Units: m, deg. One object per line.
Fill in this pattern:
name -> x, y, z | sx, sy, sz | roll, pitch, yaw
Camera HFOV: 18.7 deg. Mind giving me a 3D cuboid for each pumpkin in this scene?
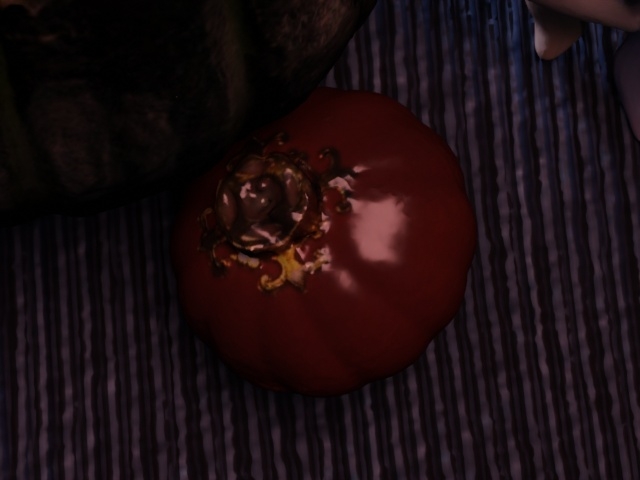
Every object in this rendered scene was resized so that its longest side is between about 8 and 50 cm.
pumpkin -> -0.092, -0.130, 0.568 | 0.250, 0.216, 0.250 | -4, 45, 4

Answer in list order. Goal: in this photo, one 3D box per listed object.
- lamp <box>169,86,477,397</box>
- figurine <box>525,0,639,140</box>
lamp -> 0.000, 0.000, 0.615 | 0.101, 0.090, 0.101 | -11, 66, 26
figurine -> 0.106, -0.142, 0.651 | 0.184, 0.128, 0.208 | -16, 89, -15
